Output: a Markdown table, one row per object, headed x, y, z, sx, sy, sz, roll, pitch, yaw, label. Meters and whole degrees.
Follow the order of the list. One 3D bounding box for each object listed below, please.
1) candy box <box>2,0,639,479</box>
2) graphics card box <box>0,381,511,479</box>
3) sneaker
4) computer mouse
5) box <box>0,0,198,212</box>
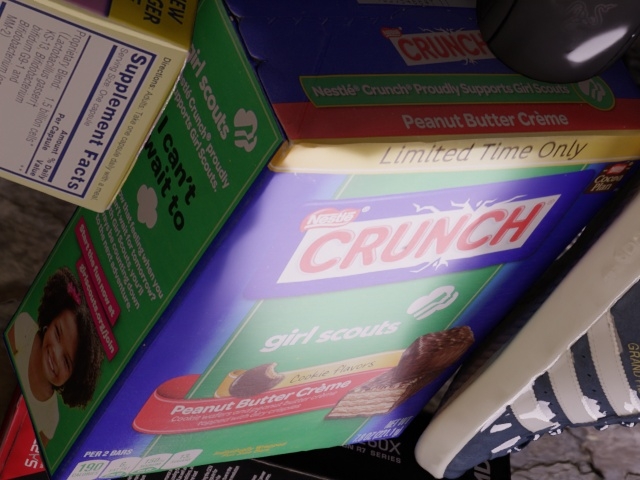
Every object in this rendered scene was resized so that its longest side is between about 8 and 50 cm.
| x | y | z | sx | sy | sz | roll | pitch | yaw | label |
| --- | --- | --- | --- | --- | --- | --- | --- | --- | --- |
| 0.000 | 0.000 | 0.926 | 0.268 | 0.122 | 0.317 | -3 | 143 | -37 | candy box |
| -0.066 | 0.200 | 1.220 | 0.371 | 0.094 | 0.233 | 17 | 133 | -11 | graphics card box |
| 0.186 | 0.076 | 0.991 | 0.148 | 0.131 | 0.350 | 35 | 139 | -2 | sneaker |
| 0.121 | -0.207 | 0.769 | 0.184 | 0.060 | 0.262 | 21 | 108 | -14 | computer mouse |
| -0.183 | -0.162 | 0.789 | 0.243 | 0.213 | 0.117 | 21 | 133 | -16 | box |
